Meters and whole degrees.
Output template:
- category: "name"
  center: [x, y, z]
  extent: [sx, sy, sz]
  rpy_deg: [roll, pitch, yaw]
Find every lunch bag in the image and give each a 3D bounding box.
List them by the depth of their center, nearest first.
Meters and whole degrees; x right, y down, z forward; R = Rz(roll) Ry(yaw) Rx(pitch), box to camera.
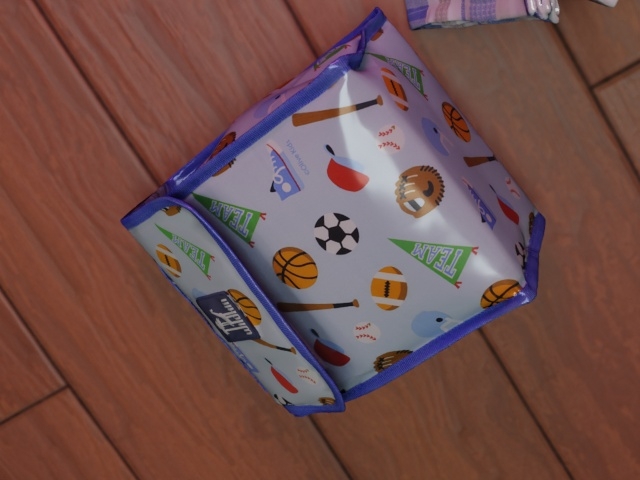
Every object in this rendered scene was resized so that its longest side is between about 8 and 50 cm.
- category: "lunch bag"
  center: [0.000, 0.000, 1.108]
  extent: [0.385, 0.239, 0.328]
  rpy_deg: [-32, 103, 29]

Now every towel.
- category: "towel"
  center: [0.135, -0.312, 0.981]
  extent: [0.034, 0.285, 0.209]
  rpy_deg: [-19, 105, -17]

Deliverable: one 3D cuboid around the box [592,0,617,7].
- category: "box"
  center: [0.273, -0.347, 1.004]
  extent: [0.119, 0.182, 0.181]
  rpy_deg: [25, 107, -4]
